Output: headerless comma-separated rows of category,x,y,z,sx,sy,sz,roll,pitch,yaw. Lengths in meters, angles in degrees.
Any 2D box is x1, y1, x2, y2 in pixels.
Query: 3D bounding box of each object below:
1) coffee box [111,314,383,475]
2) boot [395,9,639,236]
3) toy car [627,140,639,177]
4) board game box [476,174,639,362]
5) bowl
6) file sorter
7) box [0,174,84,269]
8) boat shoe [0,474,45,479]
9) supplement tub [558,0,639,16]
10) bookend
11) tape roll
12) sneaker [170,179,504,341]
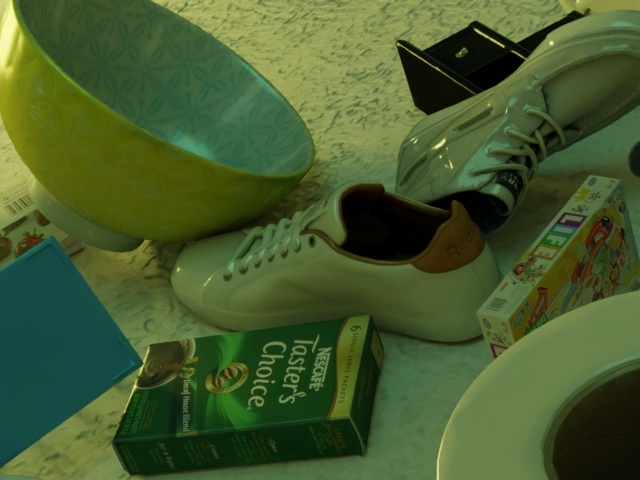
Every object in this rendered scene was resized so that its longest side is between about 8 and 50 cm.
coffee box,-0.050,0.112,1.158,0.184,0.040,0.113,-7,36,19
boot,0.160,-0.070,1.222,0.258,0.095,0.123,-32,31,38
toy car,0.302,-0.088,1.175,0.188,0.155,0.149,-43,38,-10
board game box,0.169,0.042,1.088,0.026,0.103,0.154,12,46,38
bowl,-0.165,-0.084,1.357,0.156,0.289,0.289,-56,27,22
file sorter,-0.244,0.100,1.191,0.170,0.118,0.104,-36,1,-22
box,-0.364,0.051,1.385,0.324,0.063,0.067,-32,35,-17
boat shoe,-0.299,0.218,1.091,0.258,0.095,0.084,-12,31,15
supplement tub,0.360,-0.304,1.392,0.316,0.194,0.193,-37,37,-22
bookend,0.176,-0.154,1.385,0.157,0.072,0.156,-28,34,-12
tape roll,0.199,0.162,0.846,0.246,0.169,0.246,-13,35,10
sneaker,0.000,0.000,1.219,0.290,0.123,0.106,0,41,30
